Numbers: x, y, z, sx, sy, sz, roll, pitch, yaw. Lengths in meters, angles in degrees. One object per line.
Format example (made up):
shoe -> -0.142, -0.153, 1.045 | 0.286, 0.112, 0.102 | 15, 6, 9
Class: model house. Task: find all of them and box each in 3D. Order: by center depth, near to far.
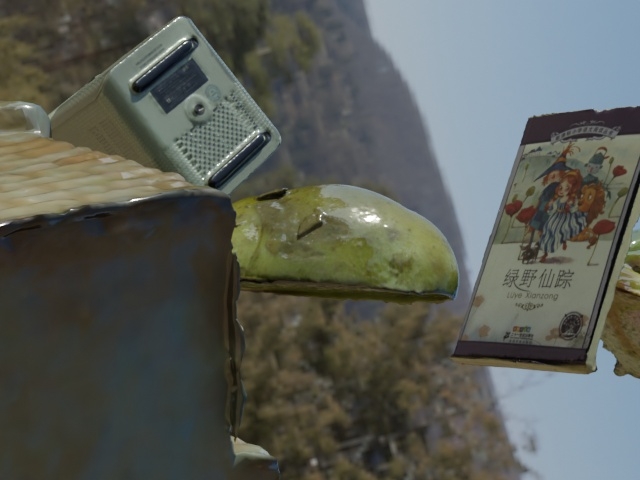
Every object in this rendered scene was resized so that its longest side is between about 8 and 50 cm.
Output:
model house -> -0.291, 0.145, 1.037 | 0.400, 0.395, 0.446 | 22, -61, 47

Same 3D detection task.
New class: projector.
projector -> -0.186, -0.106, 1.542 | 0.177, 0.163, 0.242 | 52, -33, -10

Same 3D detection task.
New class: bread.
bread -> 0.356, 0.052, 1.571 | 0.260, 0.156, 0.158 | -6, -52, 54

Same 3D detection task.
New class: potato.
potato -> 0.000, 0.000, 1.393 | 0.160, 0.271, 0.111 | 42, 53, -77

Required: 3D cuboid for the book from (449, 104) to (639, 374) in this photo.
book -> 0.194, -0.004, 1.186 | 0.157, 0.026, 0.231 | -1, -116, 53
